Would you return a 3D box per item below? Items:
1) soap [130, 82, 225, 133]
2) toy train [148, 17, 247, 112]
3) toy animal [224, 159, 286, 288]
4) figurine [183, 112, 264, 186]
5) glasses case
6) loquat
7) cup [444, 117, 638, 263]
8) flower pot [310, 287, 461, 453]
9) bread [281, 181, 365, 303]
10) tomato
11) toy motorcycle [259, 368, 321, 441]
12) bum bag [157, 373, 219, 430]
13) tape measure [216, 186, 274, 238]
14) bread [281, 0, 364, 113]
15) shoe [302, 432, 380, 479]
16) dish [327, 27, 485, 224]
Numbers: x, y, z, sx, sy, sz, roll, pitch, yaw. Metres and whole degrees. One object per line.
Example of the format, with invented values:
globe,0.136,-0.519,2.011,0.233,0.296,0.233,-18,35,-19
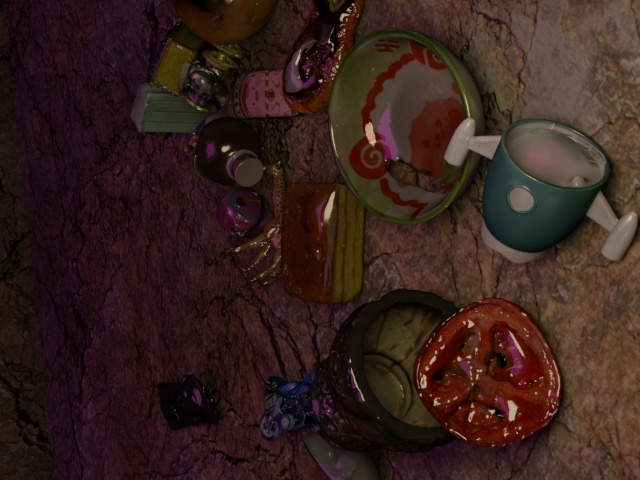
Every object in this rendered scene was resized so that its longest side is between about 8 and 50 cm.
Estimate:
soap,-0.337,-0.312,2.184,0.063,0.198,0.114,59,136,36
toy train,-0.272,-0.389,2.050,0.261,0.177,0.134,-84,19,-64
toy animal,-0.103,-0.032,1.979,0.054,0.149,0.275,68,-136,-82
figurine,-0.206,-0.190,2.010,0.275,0.161,0.158,-141,60,-71
glasses case,-0.109,-0.312,1.978,0.266,0.067,0.103,6,95,54
loquat,-0.200,-0.531,1.948,0.235,0.235,0.235,8,100,54
cup,0.310,-0.062,1.347,0.299,0.167,0.173,34,133,18
flower pot,0.114,0.242,1.581,0.267,0.266,0.266,-44,58,59
bread,0.000,0.000,1.823,0.184,0.110,0.234,9,102,54
tomato,0.252,0.206,1.437,0.101,0.228,0.228,111,147,-77
toy motorcycle,-0.053,0.336,1.953,0.254,0.092,0.135,-29,61,43
bum bag,-0.352,0.419,2.391,0.310,0.074,0.137,-24,84,53
tape measure,-0.168,-0.056,2.047,0.074,0.118,0.125,-56,46,39
bread,0.008,-0.372,1.795,0.139,0.095,0.269,25,102,25
shoe,0.069,0.455,1.801,0.100,0.103,0.251,-44,62,-5
dish,0.165,-0.196,1.563,0.324,0.124,0.324,18,115,45
